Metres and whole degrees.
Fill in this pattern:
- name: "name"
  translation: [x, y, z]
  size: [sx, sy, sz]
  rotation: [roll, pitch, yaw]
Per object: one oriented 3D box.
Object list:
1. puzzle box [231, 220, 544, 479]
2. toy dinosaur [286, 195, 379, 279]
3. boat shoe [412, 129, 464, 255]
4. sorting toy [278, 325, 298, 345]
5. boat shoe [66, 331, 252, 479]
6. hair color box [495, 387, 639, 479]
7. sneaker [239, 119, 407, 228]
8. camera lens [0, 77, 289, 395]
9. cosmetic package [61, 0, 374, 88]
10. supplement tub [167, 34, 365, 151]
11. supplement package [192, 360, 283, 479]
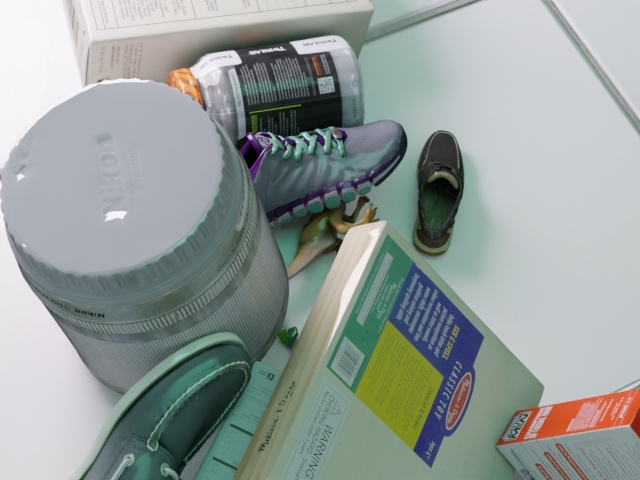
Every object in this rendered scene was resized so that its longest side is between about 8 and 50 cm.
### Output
- name: "puzzle box"
  translation: [0.052, 0.221, 1.430]
  size: [0.272, 0.052, 0.409]
  rotation: [45, 54, -28]
- name: "toy dinosaur"
  translation: [0.000, 0.000, 1.636]
  size: [0.112, 0.064, 0.211]
  rotation: [7, 48, 27]
- name: "boat shoe"
  translation: [0.130, -0.058, 1.690]
  size: [0.056, 0.049, 0.152]
  rotation: [9, 59, -6]
- name: "sorting toy"
  translation: [-0.001, 0.104, 1.594]
  size: [0.083, 0.012, 0.062]
  rotation: [35, 65, 5]
- name: "boat shoe"
  translation: [-0.158, 0.222, 1.390]
  size: [0.319, 0.116, 0.099]
  rotation: [-48, 57, -5]
- name: "hair color box"
  translation: [0.256, 0.195, 1.475]
  size: [0.093, 0.167, 0.053]
  rotation: [50, 51, -18]
- name: "sneaker"
  translation: [-0.020, -0.080, 1.606]
  size: [0.223, 0.098, 0.083]
  rotation: [-27, 39, -5]
- name: "camera lens"
  translation: [-0.154, 0.008, 1.451]
  size: [0.219, 0.274, 0.219]
  rotation: [-4, 61, 8]
- name: "cosmetic package"
  translation: [-0.116, -0.263, 1.722]
  size: [0.309, 0.113, 0.160]
  rotation: [-7, 63, -16]
- name: "supplement tub"
  translation: [-0.058, -0.147, 1.664]
  size: [0.190, 0.117, 0.117]
  rotation: [-10, 63, -17]
- name: "supplement package"
  translation: [-0.057, 0.223, 1.462]
  size: [0.105, 0.105, 0.179]
  rotation: [25, 60, 4]
